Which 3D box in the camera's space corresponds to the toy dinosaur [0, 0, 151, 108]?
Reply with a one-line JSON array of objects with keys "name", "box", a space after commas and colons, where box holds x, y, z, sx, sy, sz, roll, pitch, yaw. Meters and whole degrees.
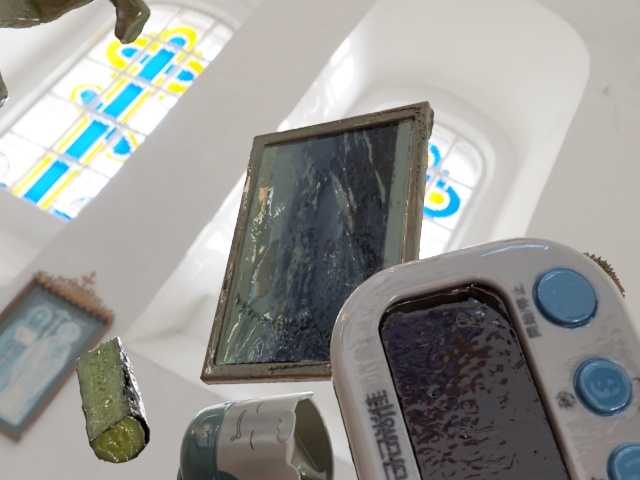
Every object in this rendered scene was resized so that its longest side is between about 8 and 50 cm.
[{"name": "toy dinosaur", "box": [-0.239, -0.127, 0.470, 0.294, 0.077, 0.162, -37, -94, 11]}]

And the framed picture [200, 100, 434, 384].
[{"name": "framed picture", "box": [0.000, 0.000, 0.878, 0.247, 0.335, 0.022, -7, -32, 28]}]

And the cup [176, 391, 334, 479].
[{"name": "cup", "box": [-0.121, 0.424, 1.404, 0.257, 0.290, 0.219, -10, -45, 21]}]

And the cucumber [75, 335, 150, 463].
[{"name": "cucumber", "box": [-0.278, 0.211, 1.043, 0.062, 0.078, 0.211, 60, -6, -29]}]

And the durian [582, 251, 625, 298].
[{"name": "durian", "box": [0.424, 0.090, 1.303, 0.168, 0.158, 0.137, -10, -70, 19]}]

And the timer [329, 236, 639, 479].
[{"name": "timer", "box": [0.137, 0.132, 0.591, 0.237, 0.262, 0.087, -14, -24, -3]}]
